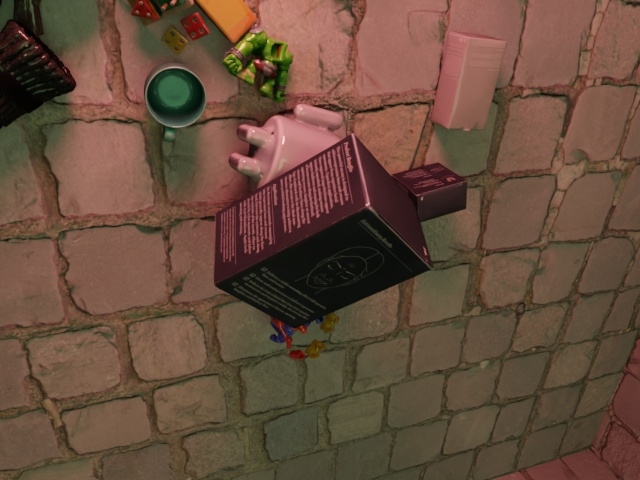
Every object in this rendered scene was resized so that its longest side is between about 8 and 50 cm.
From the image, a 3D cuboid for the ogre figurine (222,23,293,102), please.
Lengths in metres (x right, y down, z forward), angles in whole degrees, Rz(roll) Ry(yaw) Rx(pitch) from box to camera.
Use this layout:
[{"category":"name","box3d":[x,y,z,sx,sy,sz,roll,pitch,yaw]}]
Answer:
[{"category":"ogre figurine","box3d":[-0.127,-0.402,1.137,0.197,0.097,0.118,24,98,-36]}]

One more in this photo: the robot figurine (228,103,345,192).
[{"category":"robot figurine","box3d":[-0.041,-0.183,1.233,0.353,0.200,0.300,14,103,-27]}]

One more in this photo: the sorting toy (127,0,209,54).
[{"category":"sorting toy","box3d":[-0.340,-0.494,0.990,0.132,0.046,0.274,-8,135,25]}]

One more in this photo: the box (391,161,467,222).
[{"category":"box","box3d":[0.307,-0.140,1.421,0.156,0.158,0.093,-16,122,-12]}]

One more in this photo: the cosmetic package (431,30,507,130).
[{"category":"cosmetic package","box3d":[0.393,-0.422,1.336,0.127,0.107,0.238,-2,121,-21]}]

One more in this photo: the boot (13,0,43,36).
[{"category":"boot","box3d":[-0.549,-0.453,0.980,0.106,0.037,0.114,6,112,-10]}]

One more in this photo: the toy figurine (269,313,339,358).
[{"category":"toy figurine","box3d":[-0.071,0.180,1.471,0.191,0.217,0.362,49,49,-20]}]

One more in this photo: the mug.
[{"category":"mug","box3d":[-0.332,-0.316,1.106,0.158,0.097,0.129,-44,124,6]}]

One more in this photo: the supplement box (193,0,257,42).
[{"category":"supplement box","box3d":[-0.241,-0.531,1.037,0.078,0.080,0.233,-42,126,4]}]

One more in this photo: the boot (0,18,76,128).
[{"category":"boot","box3d":[-0.631,-0.297,0.888,0.260,0.348,0.131,-32,91,2]}]

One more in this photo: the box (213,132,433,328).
[{"category":"box","box3d":[0.000,0.000,1.138,0.395,0.212,0.293,-26,140,23]}]
